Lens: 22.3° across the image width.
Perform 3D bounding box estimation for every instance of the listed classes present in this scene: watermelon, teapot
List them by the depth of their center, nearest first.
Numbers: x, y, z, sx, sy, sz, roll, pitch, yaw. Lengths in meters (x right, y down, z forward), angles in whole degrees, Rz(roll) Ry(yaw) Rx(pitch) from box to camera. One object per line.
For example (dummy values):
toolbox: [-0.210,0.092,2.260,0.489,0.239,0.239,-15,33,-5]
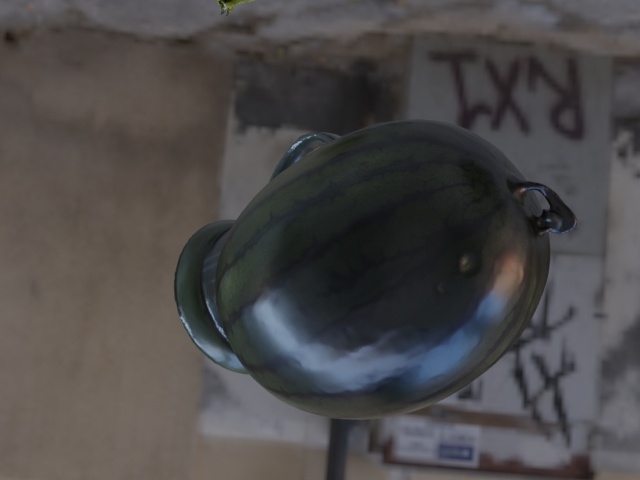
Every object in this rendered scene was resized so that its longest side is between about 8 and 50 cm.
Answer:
watermelon: [0.070,0.025,1.583,0.359,0.279,0.279,-31,154,25]
teapot: [0.000,0.000,1.933,0.200,0.270,0.337,15,155,-36]

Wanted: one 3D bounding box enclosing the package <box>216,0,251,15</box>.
package: [-0.108,-0.390,1.978,0.168,0.090,0.226,-19,115,32]
